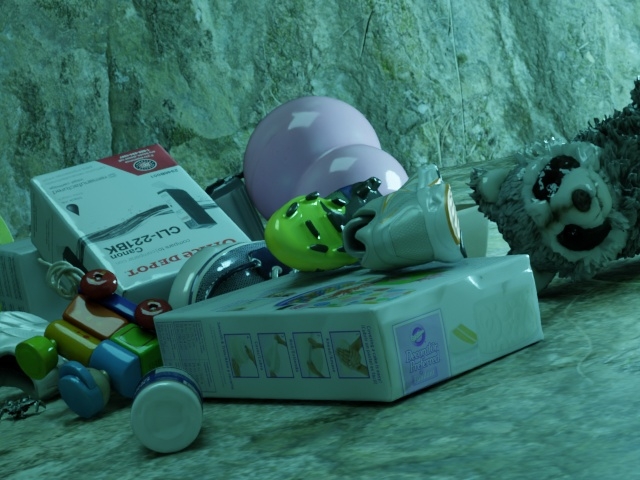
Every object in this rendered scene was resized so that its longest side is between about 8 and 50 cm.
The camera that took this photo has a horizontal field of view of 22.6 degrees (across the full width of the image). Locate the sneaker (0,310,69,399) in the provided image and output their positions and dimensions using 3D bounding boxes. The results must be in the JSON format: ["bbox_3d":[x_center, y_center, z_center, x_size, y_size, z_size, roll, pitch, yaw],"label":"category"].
[{"bbox_3d":[-0.294,0.145,1.876,0.232,0.090,0.115,-4,33,6],"label":"sneaker"}]

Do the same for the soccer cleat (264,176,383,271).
[{"bbox_3d":[0.001,0.001,1.798,0.121,0.093,0.289,-39,-6,23],"label":"soccer cleat"}]

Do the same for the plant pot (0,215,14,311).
[{"bbox_3d":[-0.657,0.071,2.444,0.275,0.275,0.293,-7,23,33],"label":"plant pot"}]

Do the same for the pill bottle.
[{"bbox_3d":[-0.144,0.155,1.507,0.067,0.067,0.120,-12,6,-3],"label":"pill bottle"}]

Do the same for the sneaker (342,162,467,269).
[{"bbox_3d":[0.081,-0.020,1.706,0.121,0.099,0.262,-14,4,2],"label":"sneaker"}]

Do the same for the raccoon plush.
[{"bbox_3d":[0.357,-0.020,1.990,0.299,0.216,0.446,-25,-24,5],"label":"raccoon plush"}]

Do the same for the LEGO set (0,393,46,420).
[{"bbox_3d":[-0.345,0.187,1.776,0.054,0.023,0.083,-5,9,44],"label":"LEGO set"}]

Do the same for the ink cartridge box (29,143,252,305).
[{"bbox_3d":[-0.231,0.008,2.078,0.197,0.114,0.273,-18,44,-28],"label":"ink cartridge box"}]

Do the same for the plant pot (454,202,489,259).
[{"bbox_3d":[0.156,0.010,2.098,0.109,0.096,0.109,-15,7,-32],"label":"plant pot"}]

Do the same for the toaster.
[{"bbox_3d":[-0.166,0.001,2.389,0.227,0.146,0.129,-28,9,-8],"label":"toaster"}]

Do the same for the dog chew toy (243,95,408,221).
[{"bbox_3d":[0.035,-0.061,2.263,0.206,0.206,0.332,-16,43,-31],"label":"dog chew toy"}]

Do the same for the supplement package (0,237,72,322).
[{"bbox_3d":[-0.345,0.064,2.278,0.194,0.149,0.203,-13,7,-22],"label":"supplement package"}]

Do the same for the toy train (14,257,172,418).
[{"bbox_3d":[-0.282,0.103,1.778,0.248,0.105,0.143,25,42,32],"label":"toy train"}]

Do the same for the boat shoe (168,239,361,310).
[{"bbox_3d":[-0.033,0.055,1.924,0.158,0.127,0.340,-1,12,29],"label":"boat shoe"}]

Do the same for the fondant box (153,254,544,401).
[{"bbox_3d":[0.025,0.090,1.650,0.238,0.096,0.330,-16,7,-43],"label":"fondant box"}]
